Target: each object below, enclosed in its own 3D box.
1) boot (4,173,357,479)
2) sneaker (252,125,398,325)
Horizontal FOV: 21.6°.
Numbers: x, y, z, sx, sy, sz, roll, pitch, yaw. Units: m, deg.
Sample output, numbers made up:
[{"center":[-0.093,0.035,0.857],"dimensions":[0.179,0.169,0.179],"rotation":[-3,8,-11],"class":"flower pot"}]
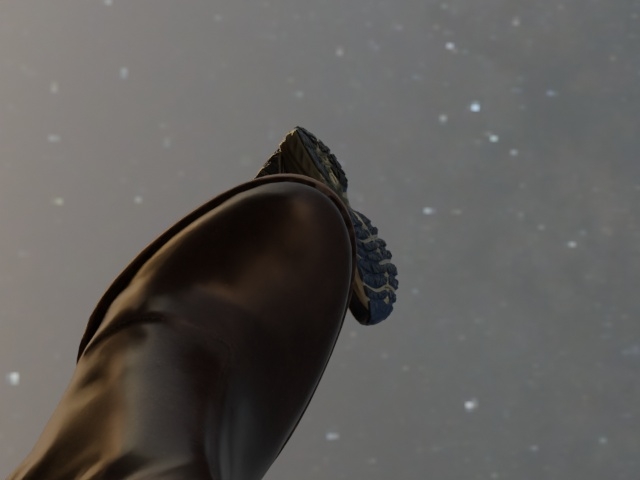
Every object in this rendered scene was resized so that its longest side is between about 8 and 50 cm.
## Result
[{"center":[-0.043,0.078,0.526],"dimensions":[0.248,0.090,0.207],"rotation":[-53,-167,-12],"class":"boot"},{"center":[0.000,0.000,1.005],"dimensions":[0.058,0.052,0.135],"rotation":[-37,-121,20],"class":"sneaker"}]
